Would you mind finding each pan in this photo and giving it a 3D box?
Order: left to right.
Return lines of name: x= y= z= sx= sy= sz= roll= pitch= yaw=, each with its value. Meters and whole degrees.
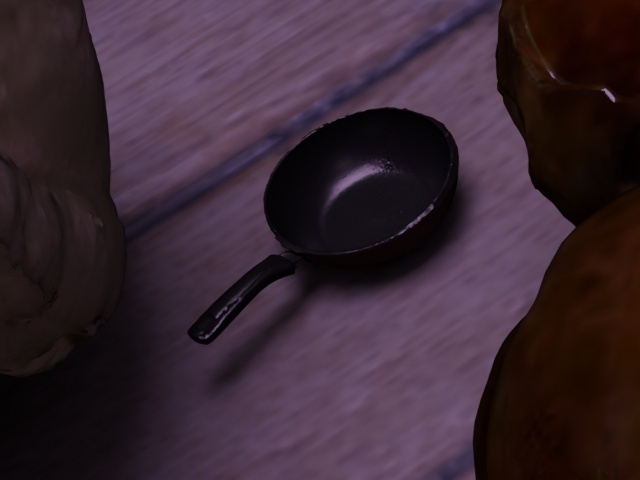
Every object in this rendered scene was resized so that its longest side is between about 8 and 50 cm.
pan: x=0.000 y=0.001 z=0.588 sx=0.068 sy=0.023 sz=0.115 roll=25 pitch=59 yaw=41

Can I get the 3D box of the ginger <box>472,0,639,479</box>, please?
ginger: x=0.212 y=0.015 z=0.360 sx=0.418 sy=0.176 sz=0.254 roll=-3 pitch=55 yaw=27

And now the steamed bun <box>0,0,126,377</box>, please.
steamed bun: x=-0.213 y=0.026 z=0.507 sx=0.339 sy=0.247 sz=0.352 roll=-21 pitch=4 yaw=22
